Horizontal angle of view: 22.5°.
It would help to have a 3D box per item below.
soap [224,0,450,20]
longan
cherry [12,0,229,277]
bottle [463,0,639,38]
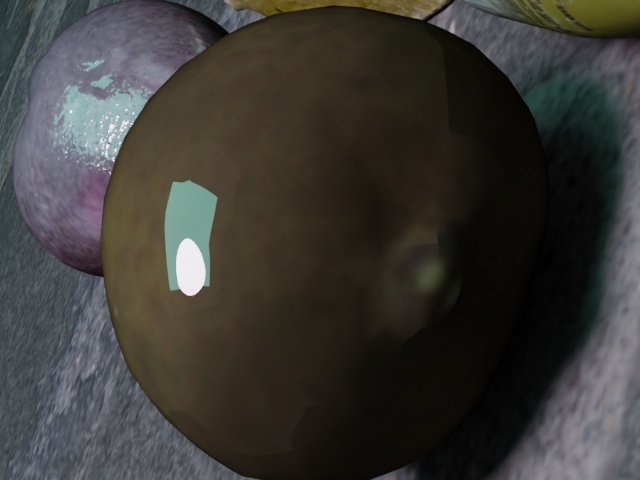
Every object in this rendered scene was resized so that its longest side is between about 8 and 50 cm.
[{"bbox_3d":[0.055,-0.268,0.857,0.199,0.091,0.315,-25,45,61],"label":"soap"},{"bbox_3d":[0.000,0.000,0.615,0.189,0.189,0.189,-50,27,37],"label":"longan"},{"bbox_3d":[-0.100,-0.062,0.952,0.176,0.140,0.176,-18,61,35],"label":"cherry"},{"bbox_3d":[0.112,-0.111,0.574,0.083,0.083,0.269,-65,25,4],"label":"bottle"}]
